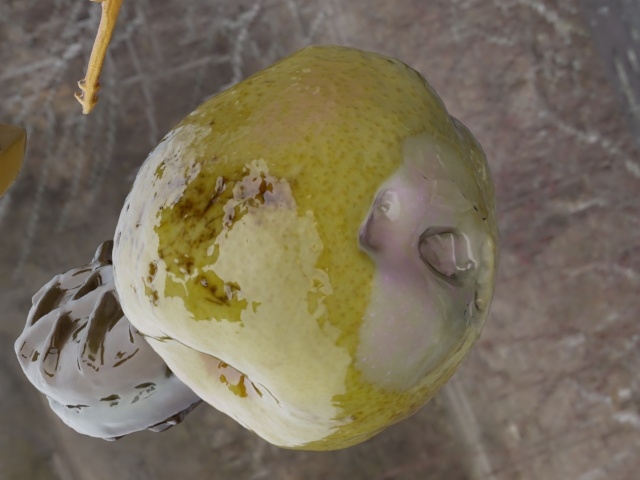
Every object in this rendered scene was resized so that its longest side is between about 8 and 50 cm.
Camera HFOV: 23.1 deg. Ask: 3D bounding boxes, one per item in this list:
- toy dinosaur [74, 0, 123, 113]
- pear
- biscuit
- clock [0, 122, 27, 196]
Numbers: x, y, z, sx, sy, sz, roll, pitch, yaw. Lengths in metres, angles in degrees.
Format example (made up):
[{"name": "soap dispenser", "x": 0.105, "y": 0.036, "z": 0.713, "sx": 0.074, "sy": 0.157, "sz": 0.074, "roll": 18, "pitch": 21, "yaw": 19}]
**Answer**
[{"name": "toy dinosaur", "x": -0.147, "y": -0.232, "z": 1.114, "sx": 0.117, "sy": 0.070, "sz": 0.288, "roll": -101, "pitch": 18, "yaw": -50}, {"name": "pear", "x": 0.000, "y": 0.000, "z": 0.692, "sx": 0.178, "sy": 0.178, "sz": 0.178, "roll": 159, "pitch": 90, "yaw": -78}, {"name": "biscuit", "x": -0.077, "y": 0.007, "z": 1.230, "sx": 0.115, "sy": 0.366, "sz": 0.268, "roll": 46, "pitch": 171, "yaw": -23}, {"name": "clock", "x": -0.287, "y": -0.098, "z": 0.563, "sx": 0.200, "sy": 0.317, "sz": 0.244, "roll": -49, "pitch": -36, "yaw": -57}]
